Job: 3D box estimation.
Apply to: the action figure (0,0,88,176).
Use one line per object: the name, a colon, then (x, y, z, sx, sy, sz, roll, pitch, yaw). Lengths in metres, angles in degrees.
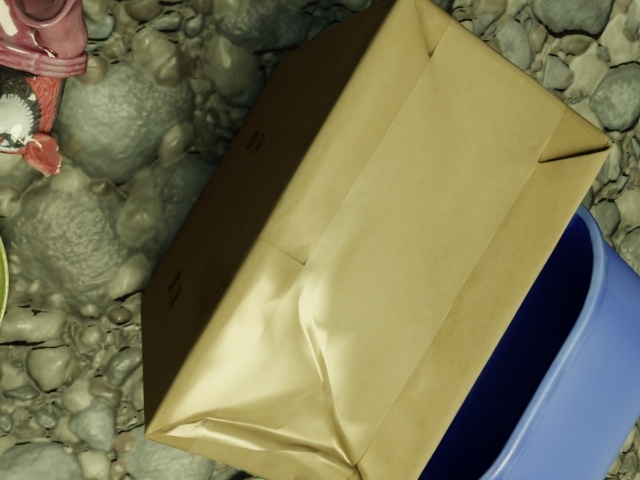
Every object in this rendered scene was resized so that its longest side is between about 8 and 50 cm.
action figure: (-0.271, -0.228, 0.499, 0.275, 0.248, 0.370, -51, 134, -53)

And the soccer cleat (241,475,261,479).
soccer cleat: (-0.007, 0.300, 0.675, 0.196, 0.076, 0.068, 27, 88, -19)

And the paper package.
paper package: (0.000, 0.000, 0.509, 0.168, 0.325, 0.309, 31, 88, -19)

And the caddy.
caddy: (0.159, 0.113, 0.622, 0.179, 0.241, 0.341, 33, 86, -26)

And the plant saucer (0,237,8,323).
plant saucer: (-0.390, 0.032, 0.534, 0.241, 0.037, 0.240, -3, 98, -19)
